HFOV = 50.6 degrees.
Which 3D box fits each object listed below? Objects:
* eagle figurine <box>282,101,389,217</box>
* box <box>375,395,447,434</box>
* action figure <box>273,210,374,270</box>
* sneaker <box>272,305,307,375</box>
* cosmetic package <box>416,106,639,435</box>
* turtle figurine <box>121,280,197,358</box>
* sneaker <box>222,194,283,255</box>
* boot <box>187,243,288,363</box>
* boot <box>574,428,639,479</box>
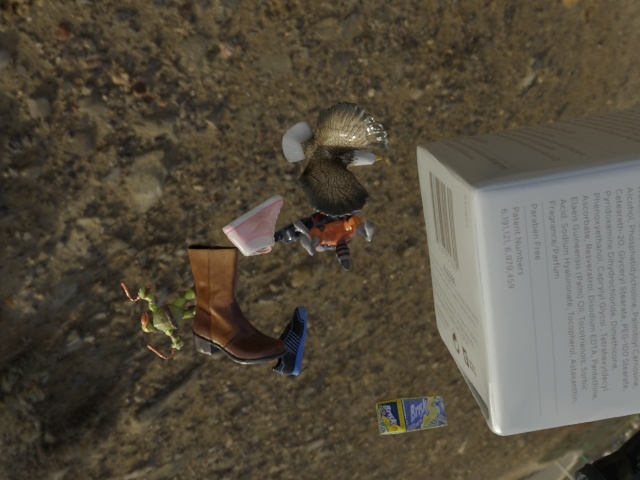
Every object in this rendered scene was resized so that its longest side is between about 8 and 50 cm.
[{"bbox_3d":[0.041,-0.196,1.588,0.225,0.226,0.298,-29,-169,3],"label":"eagle figurine"},{"bbox_3d":[0.167,0.314,1.224,0.054,0.059,0.169,-18,161,32],"label":"box"},{"bbox_3d":[0.000,0.000,1.998,0.341,0.178,0.330,-26,-173,0],"label":"action figure"},{"bbox_3d":[-0.102,0.327,2.234,0.090,0.232,0.081,10,172,-15],"label":"sneaker"},{"bbox_3d":[0.368,0.015,0.923,0.393,0.329,0.327,-9,106,0],"label":"cosmetic package"},{"bbox_3d":[-0.425,0.194,1.913,0.217,0.087,0.269,-29,108,-11],"label":"turtle figurine"},{"bbox_3d":[-0.090,-0.019,1.054,0.051,0.070,0.134,-34,-177,40],"label":"sneaker"},{"bbox_3d":[-0.202,0.148,1.662,0.096,0.264,0.280,-21,116,-57],"label":"boot"},{"bbox_3d":[0.574,0.428,1.106,0.207,0.246,0.094,-28,150,-8],"label":"boot"}]
